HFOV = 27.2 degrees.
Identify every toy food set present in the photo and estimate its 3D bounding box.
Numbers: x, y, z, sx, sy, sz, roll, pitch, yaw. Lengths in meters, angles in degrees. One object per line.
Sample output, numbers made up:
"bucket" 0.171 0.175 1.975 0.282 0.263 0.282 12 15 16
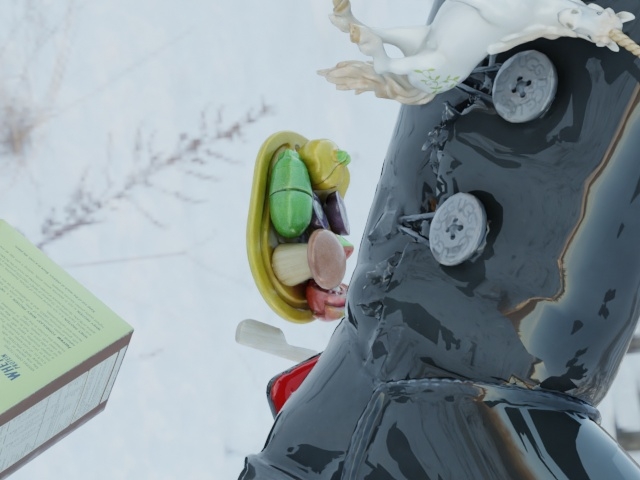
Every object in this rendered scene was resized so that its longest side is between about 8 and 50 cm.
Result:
"toy food set" 0.000 0.000 1.147 0.128 0.071 0.218 34 53 -47

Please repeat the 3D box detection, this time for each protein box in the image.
"protein box" -0.340 0.117 1.342 0.201 0.200 0.136 -34 156 -49

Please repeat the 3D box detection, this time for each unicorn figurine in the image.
"unicorn figurine" 0.078 -0.112 0.672 0.111 0.162 0.060 24 66 -27

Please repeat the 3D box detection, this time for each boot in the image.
"boot" 0.167 0.002 0.682 0.146 0.367 0.445 33 79 -50

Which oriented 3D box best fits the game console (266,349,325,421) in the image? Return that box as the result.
"game console" 0.015 0.128 0.941 0.144 0.085 0.124 -24 101 -35
